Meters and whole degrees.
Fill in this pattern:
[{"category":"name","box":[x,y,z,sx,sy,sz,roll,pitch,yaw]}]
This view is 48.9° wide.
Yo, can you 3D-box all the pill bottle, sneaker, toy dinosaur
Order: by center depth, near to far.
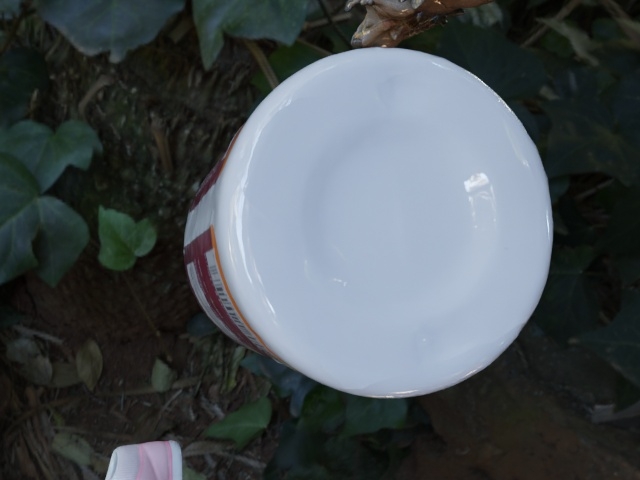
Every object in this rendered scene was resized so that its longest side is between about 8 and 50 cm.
[{"category":"sneaker","box":[-0.151,0.234,0.592,0.070,0.051,0.134,13,47,-32]},{"category":"pill bottle","box":[0.000,0.000,0.613,0.223,0.392,0.224,1,86,-15]},{"category":"toy dinosaur","box":[0.120,-0.246,0.632,0.200,0.127,0.295,1,8,-45]}]
